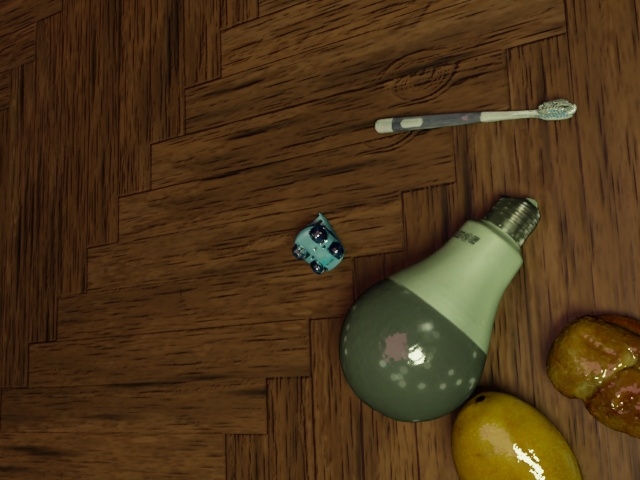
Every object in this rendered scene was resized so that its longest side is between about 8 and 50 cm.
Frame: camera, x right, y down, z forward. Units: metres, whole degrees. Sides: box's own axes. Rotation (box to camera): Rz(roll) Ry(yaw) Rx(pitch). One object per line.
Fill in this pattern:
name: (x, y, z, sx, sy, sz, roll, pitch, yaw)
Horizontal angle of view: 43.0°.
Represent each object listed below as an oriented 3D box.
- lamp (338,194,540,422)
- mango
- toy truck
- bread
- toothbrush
lamp: (0.142, 0.074, 1.020, 0.182, 0.182, 0.314, 16, 72, 35)
mango: (0.237, 0.283, 0.947, 0.136, 0.099, 0.227, -30, 75, 23)
toy truck: (0.000, 0.000, 1.175, 0.073, 0.090, 0.056, 42, 113, -15)
bread: (0.399, 0.180, 0.856, 0.344, 0.084, 0.124, 27, 99, 34)
toothbrush: (0.195, -0.163, 1.085, 0.288, 0.026, 0.024, 1, 80, 35)
